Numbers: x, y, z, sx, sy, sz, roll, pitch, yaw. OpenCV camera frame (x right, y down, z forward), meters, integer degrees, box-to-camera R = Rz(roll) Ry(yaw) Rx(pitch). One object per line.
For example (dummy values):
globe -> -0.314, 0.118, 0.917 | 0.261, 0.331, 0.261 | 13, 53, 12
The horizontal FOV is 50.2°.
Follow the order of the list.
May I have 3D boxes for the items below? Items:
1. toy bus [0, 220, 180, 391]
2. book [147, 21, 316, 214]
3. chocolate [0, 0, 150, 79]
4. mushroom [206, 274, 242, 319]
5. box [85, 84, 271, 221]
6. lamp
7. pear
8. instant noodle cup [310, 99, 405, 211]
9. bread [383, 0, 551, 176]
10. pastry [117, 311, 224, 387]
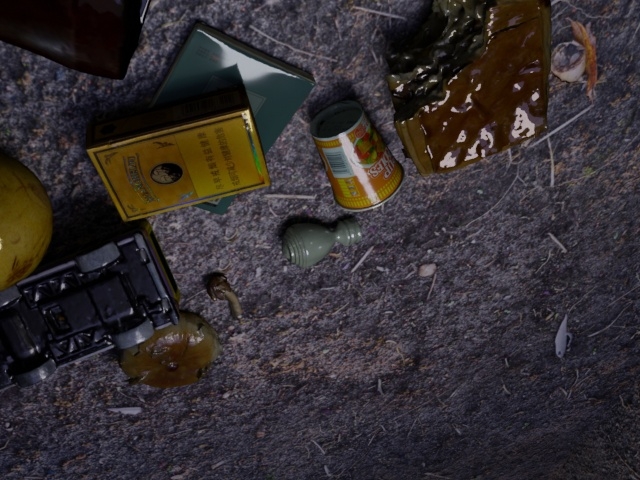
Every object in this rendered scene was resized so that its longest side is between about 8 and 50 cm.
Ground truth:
toy bus -> -0.528, 0.133, 1.406 | 0.439, 0.249, 0.209 | -22, 104, -3
book -> -0.213, -0.217, 1.337 | 0.264, 0.031, 0.379 | 18, 126, -34
chocolate -> -0.351, -0.425, 0.870 | 0.331, 0.384, 0.384 | 21, 126, -18
mushroom -> -0.231, 0.150, 1.701 | 0.060, 0.061, 0.187 | -25, 142, 0
box -> -0.262, -0.160, 1.293 | 0.301, 0.084, 0.193 | -15, 136, -1
lamp -> 0.000, 0.000, 1.597 | 0.193, 0.106, 0.106 | -16, 139, -18
pear -> -0.611, -0.037, 1.203 | 0.280, 0.281, 0.281 | -10, 137, -9
instant noodle cup -> 0.065, -0.180, 1.396 | 0.168, 0.168, 0.185 | -25, 130, 7
bread -> 0.266, -0.327, 1.277 | 0.314, 0.192, 0.370 | -19, 133, 7
pastry -> -0.386, 0.284, 1.737 | 0.257, 0.121, 0.235 | -37, 135, 18
